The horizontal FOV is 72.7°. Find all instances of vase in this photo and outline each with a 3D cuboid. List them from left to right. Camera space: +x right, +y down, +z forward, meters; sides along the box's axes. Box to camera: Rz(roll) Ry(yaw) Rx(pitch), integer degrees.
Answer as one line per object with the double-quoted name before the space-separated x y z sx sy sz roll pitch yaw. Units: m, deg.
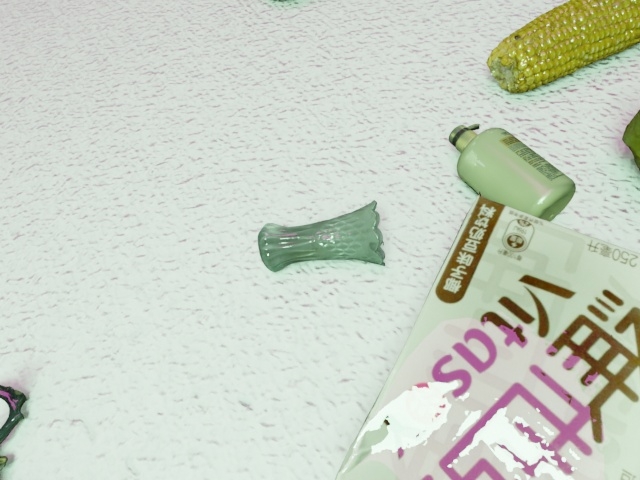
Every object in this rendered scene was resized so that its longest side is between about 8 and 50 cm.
"vase" 0.000 0.000 0.530 0.149 0.081 0.081 -7 60 10

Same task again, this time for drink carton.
"drink carton" 0.165 0.138 0.389 0.194 0.132 0.324 24 69 23

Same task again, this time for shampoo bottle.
"shampoo bottle" 0.219 -0.087 0.531 0.079 0.079 0.162 -34 60 -8

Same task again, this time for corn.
"corn" 0.374 -0.294 0.605 0.293 0.106 0.106 -28 60 -3

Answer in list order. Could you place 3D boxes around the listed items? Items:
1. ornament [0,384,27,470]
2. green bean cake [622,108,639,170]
"ornament" -0.322 0.244 0.452 0.202 0.080 0.236 -21 60 -2
"green bean cake" 0.477 -0.091 0.439 0.233 0.124 0.236 -24 67 1
